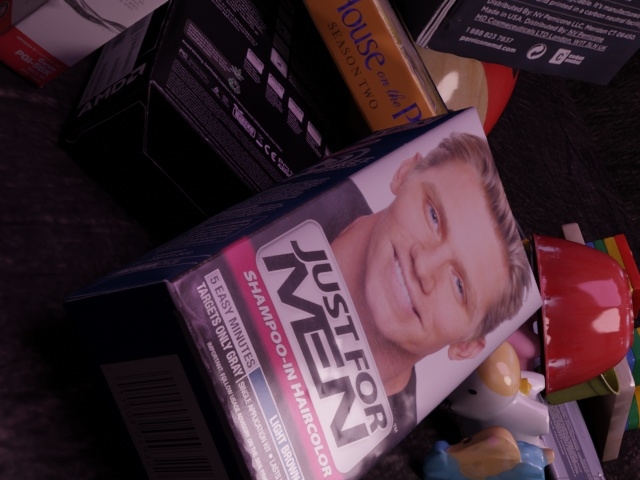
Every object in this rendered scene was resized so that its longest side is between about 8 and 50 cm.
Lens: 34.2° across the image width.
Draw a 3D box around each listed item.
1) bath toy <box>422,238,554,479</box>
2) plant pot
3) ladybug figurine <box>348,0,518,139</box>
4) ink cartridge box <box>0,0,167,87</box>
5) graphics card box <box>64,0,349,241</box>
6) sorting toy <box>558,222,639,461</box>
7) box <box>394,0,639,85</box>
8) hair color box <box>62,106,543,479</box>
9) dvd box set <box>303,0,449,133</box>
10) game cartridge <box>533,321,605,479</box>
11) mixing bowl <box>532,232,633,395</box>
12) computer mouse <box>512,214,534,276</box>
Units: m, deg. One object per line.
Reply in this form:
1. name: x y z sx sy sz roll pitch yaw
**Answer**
1. bath toy: 0.169 0.113 1.099 0.348 0.128 0.151 -82 167 -51
2. plant pot: 0.302 0.159 1.241 0.083 0.079 0.083 46 28 -34
3. ladybug figurine: 0.148 -0.279 1.326 0.305 0.162 0.449 43 41 -21
4. ink cartridge box: -0.164 -0.184 0.718 0.056 0.135 0.099 38 34 -44
5. graphics card box: -0.073 -0.131 0.900 0.233 0.094 0.371 48 26 -31
6. sorting toy: 0.410 0.141 1.466 0.255 0.089 0.257 75 3 -56
7. box: 0.254 -0.510 1.104 0.297 0.472 0.480 4 51 -31
8. hair color box: 0.013 0.042 0.712 0.347 0.105 0.174 -33 106 -47
9. dvd box set: 0.056 -0.185 1.010 0.421 0.062 0.307 62 11 -1
10. game cartridge: 0.271 0.216 1.280 0.198 0.062 0.297 26 42 -60
11. mixing bowl: 0.288 0.078 1.143 0.181 0.098 0.182 -3 90 -81
12. computer mouse: 0.229 0.011 1.367 0.272 0.072 0.188 48 0 -37
